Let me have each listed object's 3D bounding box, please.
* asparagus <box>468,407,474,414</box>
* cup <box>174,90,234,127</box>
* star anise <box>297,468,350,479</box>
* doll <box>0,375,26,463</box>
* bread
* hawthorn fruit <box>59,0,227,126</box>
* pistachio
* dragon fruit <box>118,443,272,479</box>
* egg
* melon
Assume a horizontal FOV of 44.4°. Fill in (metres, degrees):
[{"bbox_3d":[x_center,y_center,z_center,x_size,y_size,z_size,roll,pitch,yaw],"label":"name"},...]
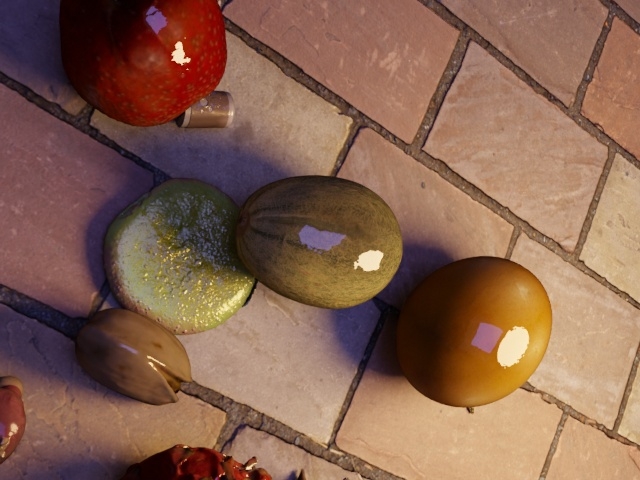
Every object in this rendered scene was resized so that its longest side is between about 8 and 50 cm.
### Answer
[{"bbox_3d":[0.312,0.301,1.716,0.016,0.013,0.165,-14,91,-16],"label":"asparagus"},{"bbox_3d":[-0.223,-0.254,1.482,0.099,0.102,0.074,-2,125,-28],"label":"cup"},{"bbox_3d":[-0.017,0.543,1.458,0.283,0.129,0.212,-21,83,7],"label":"star anise"},{"bbox_3d":[-0.589,0.263,1.202,0.256,0.152,0.196,27,41,-37],"label":"doll"},{"bbox_3d":[-0.247,0.034,1.450,0.302,0.045,0.301,2,85,-27],"label":"bread"},{"bbox_3d":[-0.301,-0.348,1.279,0.285,0.369,0.284,0,81,0],"label":"hawthorn fruit"},{"bbox_3d":[-0.314,0.203,1.350,0.137,0.153,0.238,-54,135,-10],"label":"pistachio"},{"bbox_3d":[-0.217,0.464,1.312,0.299,0.244,0.244,-7,88,-13],"label":"dragon fruit"},{"bbox_3d":[0.311,0.179,1.577,0.351,0.283,0.282,-29,98,-31],"label":"egg"},{"bbox_3d":[0.000,0.000,1.461,0.329,0.249,0.248,12,80,-32],"label":"melon"}]
